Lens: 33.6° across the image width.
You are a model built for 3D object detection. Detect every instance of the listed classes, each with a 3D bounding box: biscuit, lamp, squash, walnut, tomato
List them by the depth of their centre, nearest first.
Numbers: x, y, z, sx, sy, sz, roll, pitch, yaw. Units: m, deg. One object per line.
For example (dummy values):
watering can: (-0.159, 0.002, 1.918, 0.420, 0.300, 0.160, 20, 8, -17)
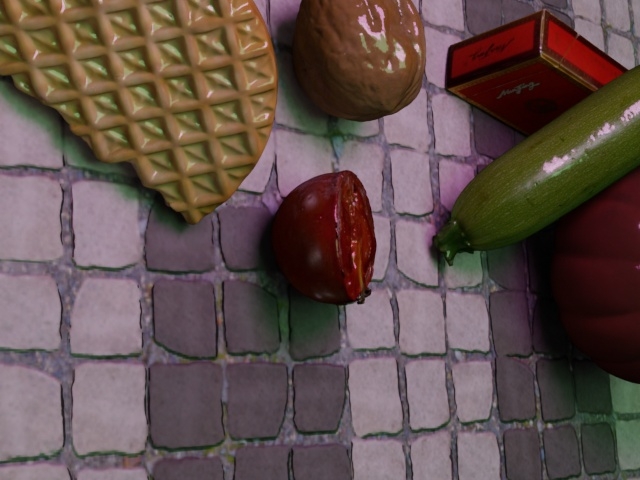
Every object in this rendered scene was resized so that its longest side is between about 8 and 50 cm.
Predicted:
biscuit: (-0.151, -0.160, 0.930, 0.309, 0.204, 0.040, 43, 15, -29)
tomato: (0.000, 0.000, 1.090, 0.159, 0.091, 0.139, -26, 110, -70)
walnut: (0.040, -0.207, 1.139, 0.166, 0.149, 0.166, 55, 17, -25)
squash: (0.302, -0.100, 1.265, 0.395, 0.107, 0.107, -35, 109, 0)
lamp: (0.437, 0.036, 1.350, 0.303, 0.257, 0.303, -2, 96, -20)

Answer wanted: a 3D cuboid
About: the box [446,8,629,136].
box: (0.295, -0.196, 1.357, 0.239, 0.153, 0.074, 22, 70, -38)
